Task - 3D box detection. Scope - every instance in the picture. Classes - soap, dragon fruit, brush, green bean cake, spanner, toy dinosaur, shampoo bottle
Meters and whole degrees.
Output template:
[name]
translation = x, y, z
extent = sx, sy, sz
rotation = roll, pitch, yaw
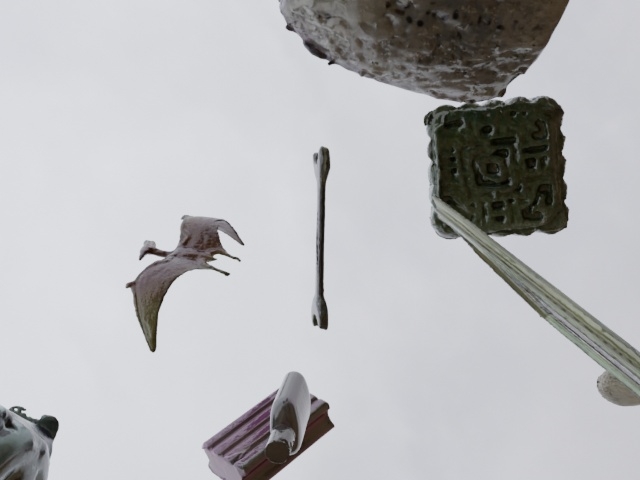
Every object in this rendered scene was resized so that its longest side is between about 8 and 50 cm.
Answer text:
[soap]
translation = -0.088, 0.335, 1.271
extent = 0.203, 0.122, 0.065
rotation = -31, -60, -33
[dragon fruit]
translation = 0.085, -0.290, 0.663
extent = 0.221, 0.204, 0.283
rotation = 3, -125, -21
[brush]
translation = 0.395, 0.158, 0.712
extent = 0.039, 0.299, 0.042
rotation = 44, -113, -23
[green bean cake]
translation = 0.221, -0.089, 0.939
extent = 0.094, 0.173, 0.181
rotation = -37, -56, -77
[spanner]
translation = 0.000, 0.000, 0.984
extent = 0.015, 0.054, 0.255
rotation = -3, -75, -14
[toy dinosaur]
translation = -0.249, 0.062, 1.395
extent = 0.206, 0.327, 0.113
rotation = -8, -56, -2
[shampoo bottle]
translation = -0.042, 0.237, 0.973
extent = 0.165, 0.040, 0.080
rotation = -61, -35, -74

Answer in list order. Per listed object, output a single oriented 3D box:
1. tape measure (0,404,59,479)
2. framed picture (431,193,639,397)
[tape measure]
translation = -0.416, 0.303, 0.838
extent = 0.256, 0.147, 0.275
rotation = 91, -161, -66
[framed picture]
translation = 0.190, 0.073, 0.504
extent = 0.014, 0.252, 0.197
rotation = -48, -53, 5
